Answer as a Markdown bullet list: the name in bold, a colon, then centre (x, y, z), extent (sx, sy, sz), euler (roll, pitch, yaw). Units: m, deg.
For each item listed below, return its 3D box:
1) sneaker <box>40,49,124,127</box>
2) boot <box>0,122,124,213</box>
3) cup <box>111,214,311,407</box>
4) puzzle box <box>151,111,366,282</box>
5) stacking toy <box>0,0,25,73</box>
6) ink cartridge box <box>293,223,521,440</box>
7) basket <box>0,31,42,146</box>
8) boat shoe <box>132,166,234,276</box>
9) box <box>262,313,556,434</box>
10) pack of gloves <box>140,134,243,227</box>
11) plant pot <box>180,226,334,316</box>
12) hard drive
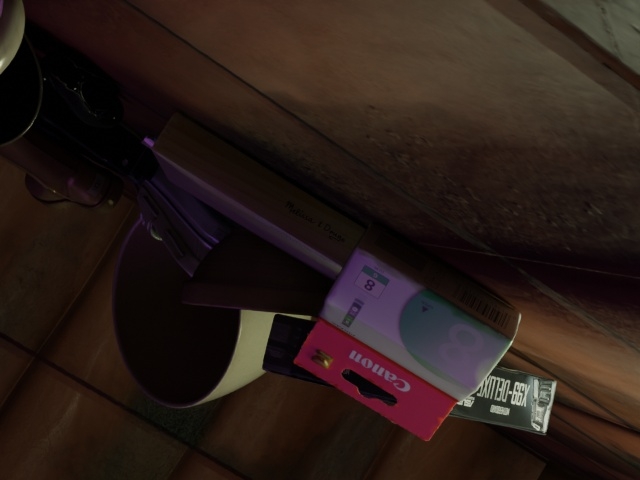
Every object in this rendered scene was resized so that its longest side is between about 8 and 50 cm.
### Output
- **sneaker**: centre (-0.258, -0.163, 1.402), extent (0.089, 0.051, 0.170), euler (33, 173, 35)
- **boot**: centre (-0.439, -0.141, 1.787), extent (0.236, 0.089, 0.269), euler (7, 159, 46)
- **cup**: centre (-0.153, 0.101, 2.038), extent (0.237, 0.331, 0.331), euler (1, -161, -45)
- **puzzle box**: centre (0.000, 0.000, 1.425), extent (0.409, 0.052, 0.272), euler (32, 174, -1)
- **stacking toy**: centre (-0.374, -0.248, 0.991), extent (0.141, 0.141, 0.330), euler (29, 167, 27)
- **ink cartridge box**: centre (0.078, 0.114, 1.289), extent (0.181, 0.224, 0.056), euler (31, -143, 3)
- **basket**: centre (-0.399, -0.194, 1.413), extent (0.204, 0.154, 0.227), euler (49, 176, -7)
- **boat shoe**: centre (-0.224, -0.046, 1.834), extent (0.109, 0.094, 0.302), euler (37, -176, -40)
- **box**: centre (0.116, 0.168, 1.550), extent (0.242, 0.076, 0.307), euler (9, 173, 38)
- **pack of gloves**: centre (-0.144, -0.064, 1.686), extent (0.232, 0.046, 0.195), euler (33, 175, -13)
- **plant pot**: centre (-0.061, 0.042, 1.638), extent (0.237, 0.109, 0.237), euler (7, 177, 0)
- **hard drive**: centre (-0.399, -0.205, 1.741), extent (0.237, 0.064, 0.339), euler (27, 172, 39)
